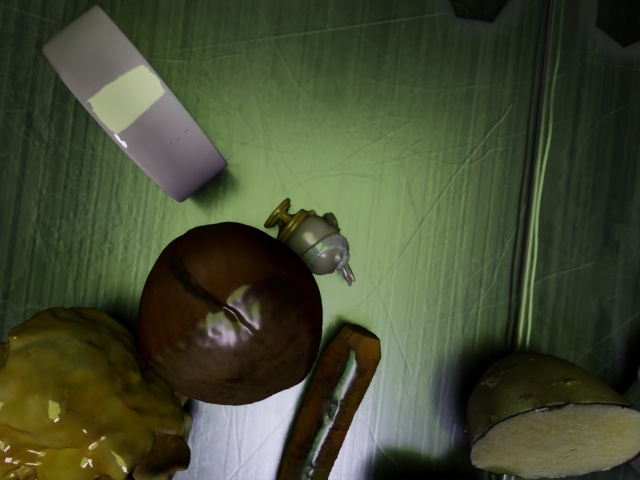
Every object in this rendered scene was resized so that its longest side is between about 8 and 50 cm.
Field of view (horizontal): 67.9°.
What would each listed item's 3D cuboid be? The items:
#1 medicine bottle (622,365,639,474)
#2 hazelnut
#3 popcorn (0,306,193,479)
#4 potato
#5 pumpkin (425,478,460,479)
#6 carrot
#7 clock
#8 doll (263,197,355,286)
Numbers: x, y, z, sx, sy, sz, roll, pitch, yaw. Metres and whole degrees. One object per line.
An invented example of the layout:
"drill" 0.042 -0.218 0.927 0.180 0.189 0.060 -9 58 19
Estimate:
"medicine bottle" 0.558 0.185 0.578 0.282 0.123 0.375 43 86 -4
"hazelnut" -0.094 0.064 0.512 0.208 0.208 0.208 0 89 -4
"popcorn" -0.252 0.181 0.493 0.190 0.191 0.253 -44 101 10
"potato" 0.265 0.194 0.564 0.202 0.117 0.182 2 130 -4
"pumpkin" 0.150 0.342 0.556 0.184 0.107 0.119 -2 82 4
"carrot" 0.003 0.228 0.569 0.070 0.070 0.260 20 89 -3
"clock" -0.185 -0.135 0.494 0.068 0.197 0.197 -39 92 -5
"doll" 0.000 0.000 0.572 0.127 0.073 0.084 40 55 0
